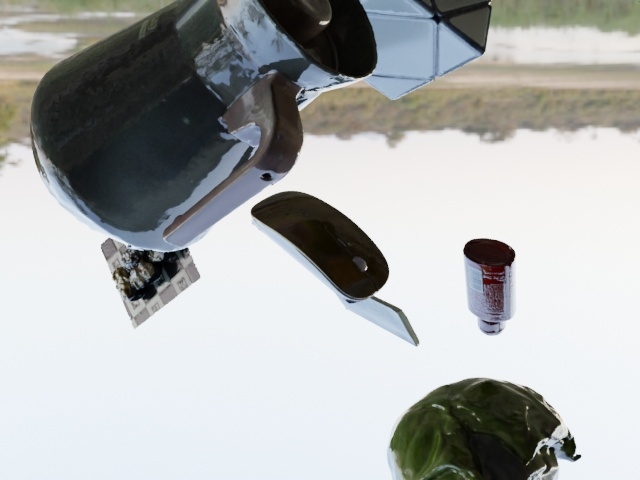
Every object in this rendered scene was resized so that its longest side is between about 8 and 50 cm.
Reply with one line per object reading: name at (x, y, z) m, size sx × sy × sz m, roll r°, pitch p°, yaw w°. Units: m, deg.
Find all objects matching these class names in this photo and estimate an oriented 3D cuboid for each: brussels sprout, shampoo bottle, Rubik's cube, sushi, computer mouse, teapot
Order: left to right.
sushi at (-0.343, 0.039, 1.706) m, size 0.215 × 0.192 × 0.051 m, roll -36°, pitch 161°, yaw 31°
teapot at (-0.127, -0.141, 0.954) m, size 0.253 × 0.300 × 0.344 m, roll 23°, pitch 134°, yaw -39°
computer mouse at (0.000, 0.000, 1.418) m, size 0.245 × 0.056 × 0.126 m, roll 40°, pitch -135°, yaw 20°
Rubik's cube at (0.122, -0.371, 1.371) m, size 0.207 × 0.204 × 0.205 m, roll 29°, pitch 150°, yaw -32°
brussels sprout at (0.341, 0.498, 2.054) m, size 0.361 × 0.342 × 0.425 m, roll 22°, pitch -143°, yaw 40°
shampoo bottle at (0.391, 0.112, 2.076) m, size 0.118 × 0.076 × 0.314 m, roll 8°, pitch 147°, yaw 18°

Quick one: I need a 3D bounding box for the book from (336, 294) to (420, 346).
book at (0.105, 0.139, 1.828) m, size 0.199 × 0.016 × 0.138 m, roll 25°, pitch 159°, yaw 38°
